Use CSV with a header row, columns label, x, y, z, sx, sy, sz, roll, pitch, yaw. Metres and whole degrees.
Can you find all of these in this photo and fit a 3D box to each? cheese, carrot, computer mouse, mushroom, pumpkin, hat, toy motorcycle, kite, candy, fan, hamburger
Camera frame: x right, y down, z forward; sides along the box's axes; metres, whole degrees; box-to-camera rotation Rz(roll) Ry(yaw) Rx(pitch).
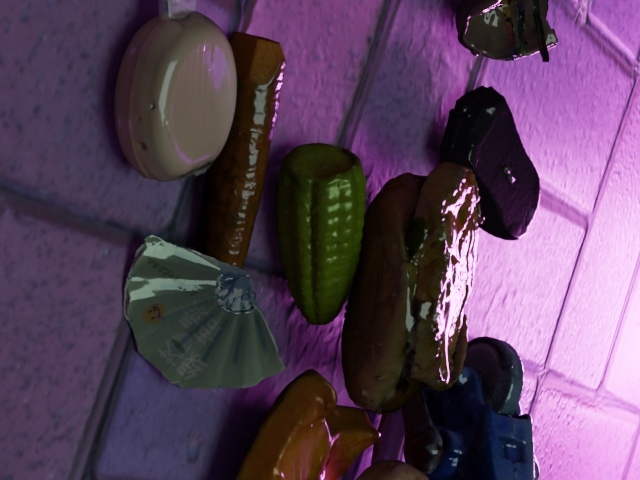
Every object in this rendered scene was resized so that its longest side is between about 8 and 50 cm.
label,x,y,z,sx,sy,sz,roll,pitch,yaw
cheese,-0.128,-0.168,1.366,0.137,0.064,0.227,-30,129,-53
carrot,-0.090,-0.043,1.488,0.066,0.066,0.314,-7,112,-56
computer mouse,0.206,-0.092,1.913,0.122,0.073,0.217,-58,139,-28
mushroom,0.075,0.313,1.693,0.148,0.112,0.148,15,90,-83
pumpkin,-0.037,0.295,1.684,0.290,0.095,0.258,-68,156,-9
hat,0.218,-0.303,1.857,0.147,0.085,0.175,32,53,-45
toy motorcycle,0.169,0.280,1.843,0.241,0.182,0.319,122,-29,-62
kite,0.216,-0.343,1.773,0.152,0.015,0.285,-17,95,-53
candy,0.000,0.000,1.618,0.097,0.097,0.209,-37,137,-45
fan,-0.113,0.080,1.490,0.131,0.009,0.240,-44,130,-1
hamburger,0.098,0.052,1.712,0.265,0.134,0.285,-1,96,-73
